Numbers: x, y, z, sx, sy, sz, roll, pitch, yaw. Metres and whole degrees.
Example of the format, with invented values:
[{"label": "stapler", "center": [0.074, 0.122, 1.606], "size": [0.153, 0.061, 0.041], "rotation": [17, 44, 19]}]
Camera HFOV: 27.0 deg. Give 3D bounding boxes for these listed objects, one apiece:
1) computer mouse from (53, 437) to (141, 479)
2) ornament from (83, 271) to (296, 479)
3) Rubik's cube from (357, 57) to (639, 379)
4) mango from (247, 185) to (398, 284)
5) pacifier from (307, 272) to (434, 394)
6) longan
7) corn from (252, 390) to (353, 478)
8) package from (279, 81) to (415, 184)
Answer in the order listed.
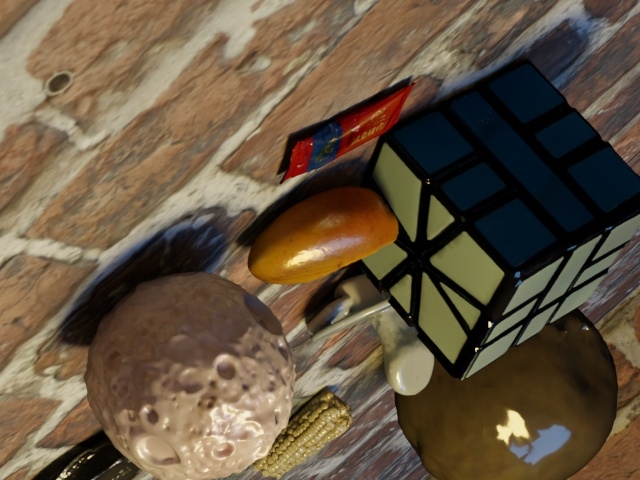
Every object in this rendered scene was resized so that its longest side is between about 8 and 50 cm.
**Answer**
[{"label": "computer mouse", "center": [-0.332, 0.334, 1.941], "size": [0.192, 0.062, 0.106], "rotation": [-29, 159, -10]}, {"label": "ornament", "center": [-0.148, 0.160, 1.612], "size": [0.225, 0.259, 0.259], "rotation": [-43, 159, 14]}, {"label": "Rubik's cube", "center": [0.240, -0.027, 1.857], "size": [0.283, 0.288, 0.293], "rotation": [-30, 160, -26]}, {"label": "mango", "center": [-0.003, -0.006, 1.752], "size": [0.217, 0.102, 0.141], "rotation": [-24, 179, -24]}, {"label": "pacifier", "center": [0.114, 0.145, 2.110], "size": [0.279, 0.207, 0.227], "rotation": [-19, 169, -42]}, {"label": "longan", "center": [0.357, 0.274, 2.523], "size": [0.436, 0.404, 0.404], "rotation": [-22, 154, -25]}, {"label": "corn", "center": [-0.032, 0.368, 2.487], "size": [0.211, 0.087, 0.087], "rotation": [-42, 159, 13]}, {"label": "package", "center": [0.034, -0.133, 1.654], "size": [0.200, 0.022, 0.083], "rotation": [-30, 158, -28]}]
